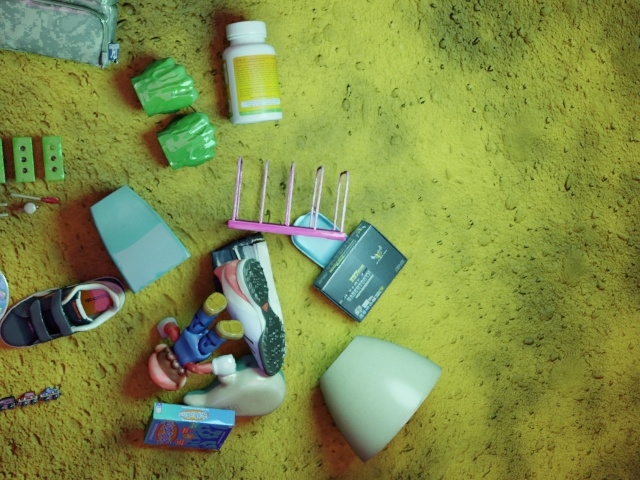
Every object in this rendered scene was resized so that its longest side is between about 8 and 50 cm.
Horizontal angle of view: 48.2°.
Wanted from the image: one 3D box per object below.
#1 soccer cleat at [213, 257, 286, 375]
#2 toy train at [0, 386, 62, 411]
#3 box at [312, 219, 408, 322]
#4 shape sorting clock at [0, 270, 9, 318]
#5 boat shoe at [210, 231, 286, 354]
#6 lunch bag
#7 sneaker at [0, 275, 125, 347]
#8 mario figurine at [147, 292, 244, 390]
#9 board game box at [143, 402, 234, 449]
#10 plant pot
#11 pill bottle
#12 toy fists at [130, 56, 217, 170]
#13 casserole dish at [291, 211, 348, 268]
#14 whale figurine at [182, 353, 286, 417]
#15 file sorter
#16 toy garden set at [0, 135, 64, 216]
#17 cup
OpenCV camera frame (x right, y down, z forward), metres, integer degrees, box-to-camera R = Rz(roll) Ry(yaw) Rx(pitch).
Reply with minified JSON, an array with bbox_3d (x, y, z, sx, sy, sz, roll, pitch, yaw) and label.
[{"bbox_3d":[-0.177,0.197,1.825,0.108,0.116,0.318,-39,118,-55],"label":"soccer cleat"},{"bbox_3d":[-0.739,0.400,1.820,0.158,0.027,0.036,-10,88,-15],"label":"toy train"},{"bbox_3d":[0.113,0.088,1.999,0.183,0.059,0.233,42,82,-33],"label":"box"},{"bbox_3d":[-0.866,0.134,1.736,0.206,0.040,0.206,-1,94,-12],"label":"shape sorting clock"},{"bbox_3d":[-0.196,0.158,1.916,0.158,0.127,0.341,-12,92,-9],"label":"boat shoe"},{"bbox_3d":[-0.615,-0.550,1.660,0.305,0.212,0.256,6,111,-17],"label":"lunch bag"},{"bbox_3d":[-0.642,0.177,1.772,0.321,0.127,0.126,-24,104,-11],"label":"sneaker"},{"bbox_3d":[-0.317,0.266,1.837,0.170,0.198,0.320,27,126,-31],"label":"mario figurine"},{"bbox_3d":[-0.348,0.492,1.887,0.210,0.160,0.047,10,49,-17],"label":"board game box"},{"bbox_3d":[-0.461,-0.013,1.791,0.165,0.165,0.234,-35,97,-10],"label":"plant pot"},{"bbox_3d":[-0.177,-0.427,1.834,0.136,0.136,0.246,-8,99,-16],"label":"pill bottle"},{"bbox_3d":[-0.360,-0.321,1.816,0.142,0.096,0.279,-23,104,-3],"label":"toy fists"},{"bbox_3d":[0.000,0.000,1.990,0.188,0.037,0.114,39,84,-18],"label":"casserole dish"},{"bbox_3d":[-0.229,0.393,1.929,0.271,0.141,0.216,-17,134,7],"label":"whale figurine"},{"bbox_3d":[-0.080,-0.108,1.840,0.290,0.202,0.182,6,92,-5],"label":"file sorter"},{"bbox_3d":[-0.752,-0.146,1.742,0.244,0.049,0.204,-5,96,-17],"label":"toy garden set"},{"bbox_3d":[0.136,0.399,1.961,0.237,0.331,0.331,40,84,8],"label":"cup"}]
